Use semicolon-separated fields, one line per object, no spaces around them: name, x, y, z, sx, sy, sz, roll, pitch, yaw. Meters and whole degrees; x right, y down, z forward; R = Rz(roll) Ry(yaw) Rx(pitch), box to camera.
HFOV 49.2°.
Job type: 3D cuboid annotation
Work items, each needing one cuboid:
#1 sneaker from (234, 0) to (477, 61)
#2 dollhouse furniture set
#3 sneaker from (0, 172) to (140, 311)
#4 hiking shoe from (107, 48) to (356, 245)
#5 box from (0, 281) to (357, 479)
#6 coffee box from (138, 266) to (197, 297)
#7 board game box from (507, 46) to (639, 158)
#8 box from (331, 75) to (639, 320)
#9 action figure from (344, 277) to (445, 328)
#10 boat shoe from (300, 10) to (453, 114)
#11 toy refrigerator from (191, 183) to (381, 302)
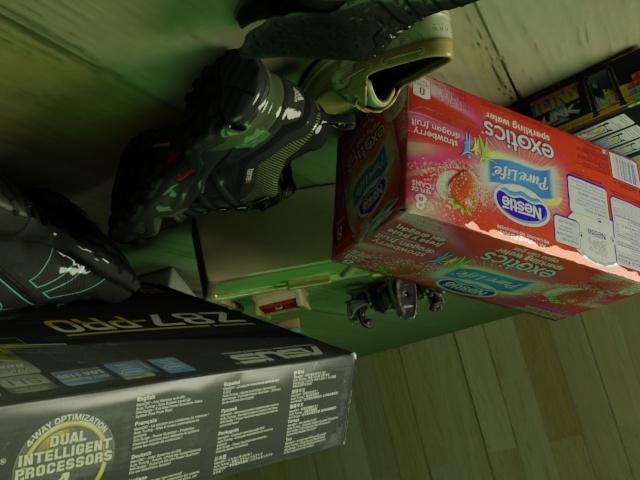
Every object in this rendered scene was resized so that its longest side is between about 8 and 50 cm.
sneaker;0.036;-0.139;0.396;0.170;0.051;0.089;-6;164;-7
dollhouse furniture set;-0.111;0.155;1.169;0.183;0.129;0.129;-14;165;8
sneaker;-0.246;0.009;0.553;0.106;0.101;0.267;-45;153;0
hiking shoe;-0.078;-0.044;0.530;0.114;0.086;0.227;21;147;-34
box;-0.217;0.111;0.570;0.318;0.097;0.395;14;-171;44
coffee box;-0.212;0.191;0.989;0.168;0.119;0.297;-17;133;14
board game box;0.271;-0.114;0.681;0.141;0.048;0.170;-21;163;33
box;0.147;-0.027;0.608;0.257;0.128;0.122;15;153;-23
action figure;0.141;0.102;1.262;0.185;0.099;0.285;-19;170;-12
boat shoe;0.035;-0.114;0.487;0.050;0.045;0.135;1;159;-41
toy refrigerator;0.000;0.000;0.775;0.269;0.094;0.102;-10;164;-15
